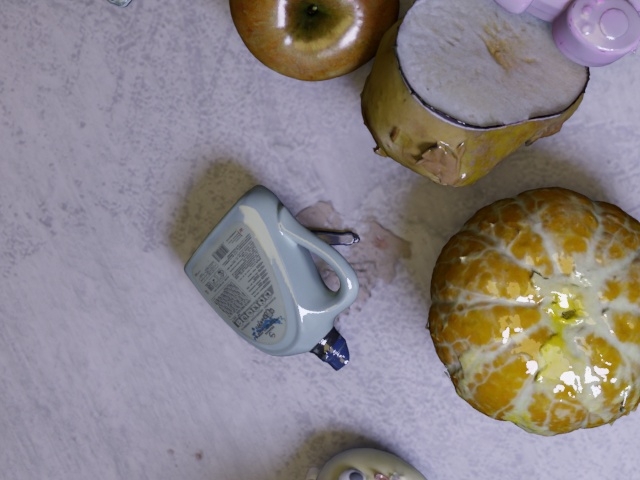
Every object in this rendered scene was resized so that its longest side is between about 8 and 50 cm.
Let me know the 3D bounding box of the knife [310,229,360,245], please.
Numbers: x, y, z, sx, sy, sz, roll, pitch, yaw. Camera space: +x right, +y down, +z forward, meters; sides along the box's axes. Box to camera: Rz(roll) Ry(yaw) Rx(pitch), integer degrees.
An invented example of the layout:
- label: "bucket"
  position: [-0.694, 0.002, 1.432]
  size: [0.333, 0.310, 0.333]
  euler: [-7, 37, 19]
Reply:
- label: "knife"
  position: [0.000, 0.000, 1.355]
  size: [0.121, 0.018, 0.031]
  euler: [-1, 96, 11]

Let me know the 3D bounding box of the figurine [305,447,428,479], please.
- label: "figurine"
  position: [0.039, 0.468, 1.232]
  size: [0.227, 0.394, 0.274]
  euler: [24, 106, 6]

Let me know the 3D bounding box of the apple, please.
- label: "apple"
  position: [-0.010, -0.338, 1.224]
  size: [0.237, 0.207, 0.237]
  euler: [2, 118, 4]

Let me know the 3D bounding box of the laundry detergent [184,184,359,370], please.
- label: "laundry detergent"
  position: [-0.050, 0.074, 1.320]
  size: [0.280, 0.105, 0.215]
  euler: [44, 120, 3]

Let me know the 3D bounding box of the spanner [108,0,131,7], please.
- label: "spanner"
  position: [-0.192, -0.430, 1.323]
  size: [0.302, 0.017, 0.071]
  euler: [-18, 95, 13]

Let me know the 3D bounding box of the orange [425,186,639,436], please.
- label: "orange"
  position: [0.303, 0.092, 1.180]
  size: [0.329, 0.249, 0.329]
  euler: [0, 75, 1]

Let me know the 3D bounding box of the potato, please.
- label: "potato"
  position: [0.191, -0.199, 1.201]
  size: [0.300, 0.196, 0.246]
  euler: [-18, 72, -27]

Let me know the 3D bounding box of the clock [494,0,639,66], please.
- label: "clock"
  position: [0.325, -0.414, 1.128]
  size: [0.322, 0.113, 0.295]
  euler: [37, 91, 2]
